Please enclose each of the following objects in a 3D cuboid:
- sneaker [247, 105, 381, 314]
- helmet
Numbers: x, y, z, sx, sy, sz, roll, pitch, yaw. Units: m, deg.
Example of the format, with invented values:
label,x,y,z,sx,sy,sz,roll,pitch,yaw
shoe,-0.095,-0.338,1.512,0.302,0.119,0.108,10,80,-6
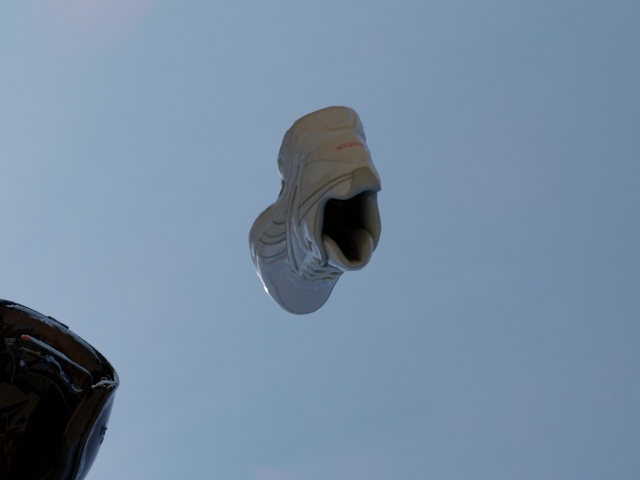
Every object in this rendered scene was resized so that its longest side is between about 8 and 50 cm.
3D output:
label,x,y,z,sx,sy,sz,roll,pitch,yaw
sneaker,0.000,0.000,1.382,0.090,0.232,0.115,-12,-130,-20
helmet,-0.245,0.142,1.200,0.161,0.169,0.169,-57,-140,6
